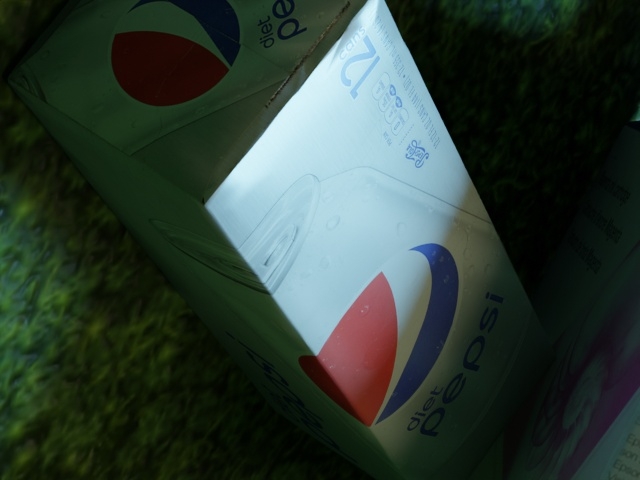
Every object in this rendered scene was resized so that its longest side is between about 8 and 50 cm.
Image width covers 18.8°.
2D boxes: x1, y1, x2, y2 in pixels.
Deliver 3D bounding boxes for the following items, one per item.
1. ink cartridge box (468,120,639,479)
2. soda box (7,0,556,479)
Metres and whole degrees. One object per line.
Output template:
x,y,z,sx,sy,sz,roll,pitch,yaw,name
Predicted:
0.146,0.035,0.843,0.324,0.071,0.330,-88,-157,-84,ink cartridge box
0.000,0.000,0.720,0.091,0.098,0.286,-52,149,-12,soda box
